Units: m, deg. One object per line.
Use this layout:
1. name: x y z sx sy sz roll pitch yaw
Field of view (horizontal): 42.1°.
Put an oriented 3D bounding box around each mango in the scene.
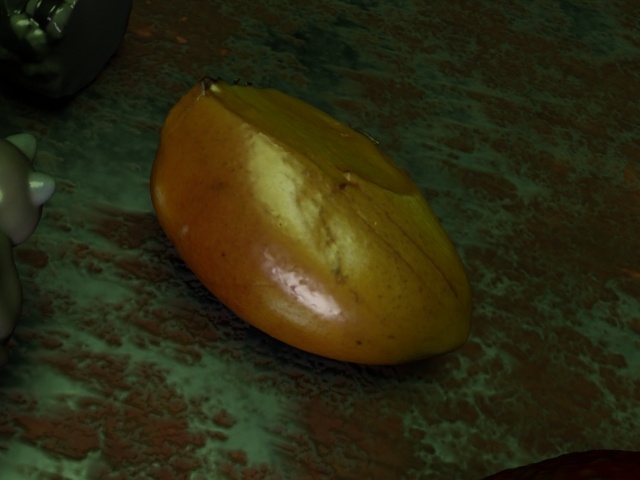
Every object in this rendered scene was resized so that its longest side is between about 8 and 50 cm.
1. mango: 0.000 0.000 0.630 0.257 0.138 0.187 47 38 14

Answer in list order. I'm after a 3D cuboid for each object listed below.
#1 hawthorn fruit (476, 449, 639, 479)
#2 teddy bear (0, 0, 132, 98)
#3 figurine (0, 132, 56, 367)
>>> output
1. hawthorn fruit: 0.170 0.247 0.437 0.368 0.285 0.285 -5 54 -45
2. teddy bear: -0.290 -0.203 0.688 0.250 0.144 0.171 13 67 -3
3. figurine: -0.290 0.092 0.453 0.248 0.203 0.381 4 66 -5
